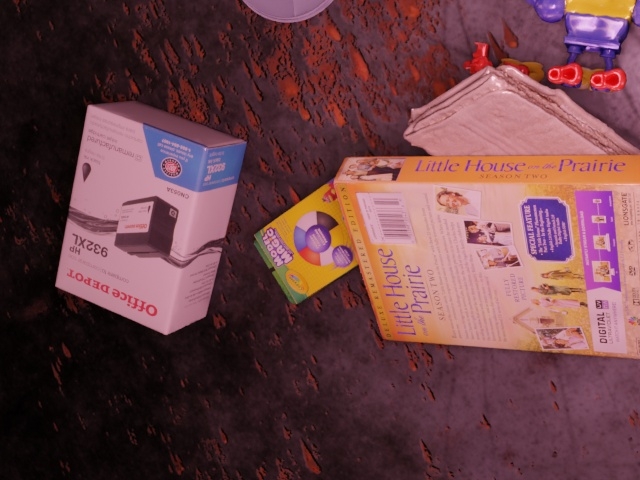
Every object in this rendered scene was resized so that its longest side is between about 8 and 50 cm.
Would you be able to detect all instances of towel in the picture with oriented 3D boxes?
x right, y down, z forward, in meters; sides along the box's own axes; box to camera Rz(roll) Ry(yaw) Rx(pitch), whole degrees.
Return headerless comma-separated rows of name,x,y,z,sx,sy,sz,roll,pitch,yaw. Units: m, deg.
towel,0.259,-0.112,1.228,0.282,0.049,0.187,29,150,-24

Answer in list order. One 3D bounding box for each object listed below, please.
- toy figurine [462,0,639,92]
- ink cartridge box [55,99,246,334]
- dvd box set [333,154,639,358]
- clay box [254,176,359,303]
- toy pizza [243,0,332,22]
toy figurine,0.363,-0.286,1.185,0.363,0.191,0.217,11,100,21
ink cartridge box,-0.269,-0.039,1.546,0.223,0.129,0.307,21,108,19
dvd box set,0.251,0.025,1.282,0.420,0.062,0.307,1,133,25
clay box,0.000,0.000,1.474,0.222,0.053,0.127,-35,85,25
toy pizza,-0.043,-0.416,1.422,0.201,0.032,0.201,4,101,24
